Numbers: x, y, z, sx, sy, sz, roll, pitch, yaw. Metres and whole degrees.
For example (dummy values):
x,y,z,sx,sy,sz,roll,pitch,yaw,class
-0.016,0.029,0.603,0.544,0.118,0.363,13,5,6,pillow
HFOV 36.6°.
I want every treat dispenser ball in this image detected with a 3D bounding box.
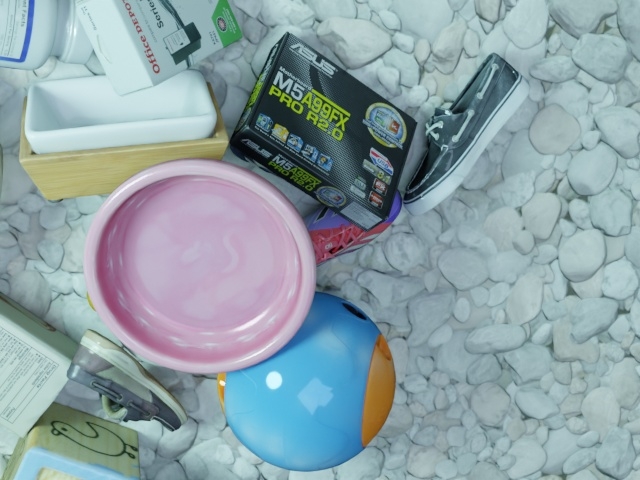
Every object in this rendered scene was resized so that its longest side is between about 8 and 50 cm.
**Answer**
x,y,z,sx,sy,sz,roll,pitch,yaw,class
-0.023,0.225,1.560,0.288,0.288,0.288,-3,104,-12,treat dispenser ball

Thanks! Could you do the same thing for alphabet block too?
x,y,z,sx,sy,sz,roll,pitch,yaw,class
-0.412,0.402,1.563,0.192,0.197,0.193,25,97,-18,alphabet block

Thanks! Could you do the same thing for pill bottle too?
x,y,z,sx,sy,sz,roll,pitch,yaw,class
-0.467,-0.326,1.383,0.272,0.152,0.152,3,103,-29,pill bottle

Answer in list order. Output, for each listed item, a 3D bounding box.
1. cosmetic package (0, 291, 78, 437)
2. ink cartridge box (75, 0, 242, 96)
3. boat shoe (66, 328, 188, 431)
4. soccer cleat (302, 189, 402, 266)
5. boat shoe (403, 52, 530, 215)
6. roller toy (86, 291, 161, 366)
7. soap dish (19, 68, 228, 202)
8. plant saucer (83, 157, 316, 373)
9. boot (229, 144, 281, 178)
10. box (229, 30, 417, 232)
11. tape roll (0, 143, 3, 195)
x,y,z,sx,sy,sz,roll,pitch,yaw,class
-0.541,0.154,1.509,0.296,0.129,0.153,39,91,-18,cosmetic package
-0.235,-0.323,1.427,0.208,0.087,0.153,-41,115,-40,ink cartridge box
-0.311,0.243,1.547,0.092,0.103,0.285,-51,144,-16,boat shoe
0.000,0.000,1.599,0.318,0.116,0.109,-24,108,-6,soccer cleat
0.222,-0.180,1.612,0.102,0.108,0.301,40,90,-19,boat shoe
-0.248,0.102,1.552,0.209,0.146,0.191,-30,101,-13,roller toy
-0.294,-0.160,1.446,0.291,0.229,0.118,-6,122,-11,soap dish
-0.170,0.033,1.400,0.332,0.084,0.332,0,112,1,plant saucer
-0.056,-0.134,1.585,0.190,0.086,0.069,22,90,-45,boot
0.012,-0.171,1.526,0.270,0.060,0.216,33,54,-18,box
-0.656,-0.094,1.379,0.392,0.072,0.392,1,82,-5,tape roll
